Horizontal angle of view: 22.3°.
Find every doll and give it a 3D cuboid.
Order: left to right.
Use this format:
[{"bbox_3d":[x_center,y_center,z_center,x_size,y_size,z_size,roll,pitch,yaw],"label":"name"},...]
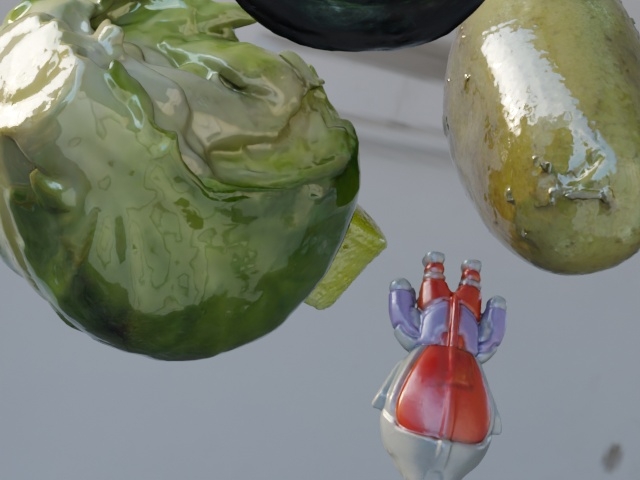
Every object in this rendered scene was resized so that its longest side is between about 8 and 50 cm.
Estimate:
[{"bbox_3d":[0.090,0.115,1.230,0.102,0.227,0.075,9,-24,-6],"label":"doll"}]

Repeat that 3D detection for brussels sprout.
[{"bbox_3d":[-0.151,-0.051,1.448,0.371,0.315,0.276,27,27,-38],"label":"brussels sprout"}]

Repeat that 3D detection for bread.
[{"bbox_3d":[0.000,0.000,1.638,0.111,0.114,0.129,37,7,-14],"label":"bread"}]

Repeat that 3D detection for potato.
[{"bbox_3d":[0.239,-0.102,1.636,0.219,0.269,0.359,-6,45,0],"label":"potato"}]

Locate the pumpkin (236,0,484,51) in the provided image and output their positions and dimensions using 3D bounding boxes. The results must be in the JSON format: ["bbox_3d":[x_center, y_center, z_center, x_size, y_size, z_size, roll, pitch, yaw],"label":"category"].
[{"bbox_3d":[0.008,-0.286,1.116,0.239,0.315,0.315,-3,11,1],"label":"pumpkin"}]
